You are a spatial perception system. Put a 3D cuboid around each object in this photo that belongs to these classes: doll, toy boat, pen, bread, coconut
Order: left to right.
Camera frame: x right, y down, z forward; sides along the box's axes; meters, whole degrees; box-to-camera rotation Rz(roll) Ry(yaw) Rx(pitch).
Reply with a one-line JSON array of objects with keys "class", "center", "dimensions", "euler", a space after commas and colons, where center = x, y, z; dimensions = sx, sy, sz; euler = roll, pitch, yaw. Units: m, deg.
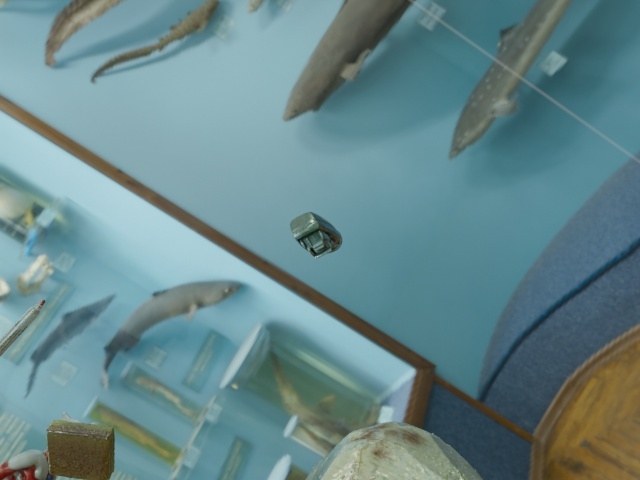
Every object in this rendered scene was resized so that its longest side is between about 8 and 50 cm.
[{"class": "pen", "center": [-0.656, 0.201, 1.550], "dimensions": [0.218, 0.026, 0.026], "euler": [-45, 10, 11]}, {"class": "doll", "center": [-0.599, 0.478, 1.421], "dimensions": [0.384, 0.099, 0.188], "euler": [-38, -24, -17]}, {"class": "bread", "center": [-0.359, 0.315, 1.089], "dimensions": [0.035, 0.094, 0.090], "euler": [-85, 3, -66]}, {"class": "toy boat", "center": [0.000, 0.000, 1.497], "dimensions": [0.078, 0.085, 0.260], "euler": [-28, -13, 7]}, {"class": "coconut", "center": [0.143, 0.549, 1.503], "dimensions": [0.345, 0.415, 0.415], "euler": [-63, 9, -21]}]
